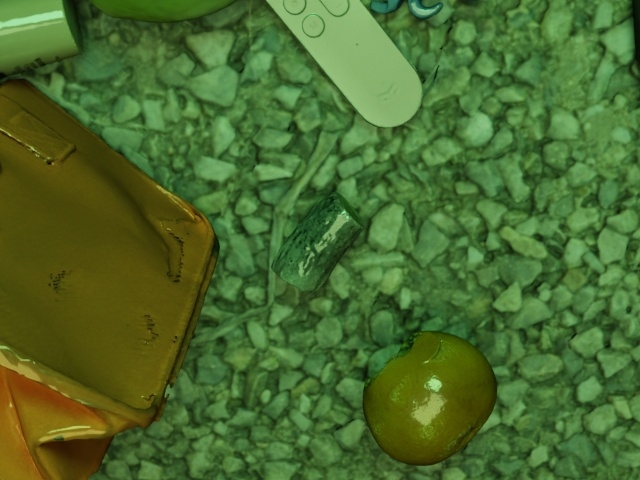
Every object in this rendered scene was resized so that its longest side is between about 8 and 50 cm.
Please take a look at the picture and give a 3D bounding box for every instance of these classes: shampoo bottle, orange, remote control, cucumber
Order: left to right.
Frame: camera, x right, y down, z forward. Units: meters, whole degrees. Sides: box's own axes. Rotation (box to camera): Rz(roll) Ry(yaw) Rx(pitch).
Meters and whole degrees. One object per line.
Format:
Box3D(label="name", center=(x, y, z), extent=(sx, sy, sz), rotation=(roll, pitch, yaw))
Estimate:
Box3D(label="shampoo bottle", center=(-0.369, -0.187, 0.921), extent=(0.256, 0.127, 0.078), rotation=(-12, 96, -3))
Box3D(label="cucumber", center=(-0.001, 0.002, 1.020), extent=(0.064, 0.064, 0.112), rotation=(34, 101, -10))
Box3D(label="remote control", center=(0.016, -0.220, 0.970), extent=(0.077, 0.022, 0.245), rotation=(-38, 103, 12))
Box3D(label="orange", center=(0.116, 0.169, 1.031), extent=(0.134, 0.154, 0.155), rotation=(40, 106, 31))

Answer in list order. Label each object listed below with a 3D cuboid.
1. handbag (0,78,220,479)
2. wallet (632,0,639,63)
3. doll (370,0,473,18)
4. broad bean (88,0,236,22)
Box3D(label="handbag", center=(-0.253, 0.014, 0.838), extent=(0.303, 0.410, 0.116), rotation=(40, 109, -13))
Box3D(label="wallet", center=(0.414, -0.252, 0.953), extent=(0.197, 0.051, 0.378), rotation=(-13, 107, 0))
Box3D(label="doll", center=(0.136, -0.288, 0.931), extent=(0.206, 0.067, 0.110), rotation=(-38, 95, 21))
Box3D(label="broad bean", center=(-0.158, -0.323, 0.882), extent=(0.291, 0.119, 0.238), rotation=(-13, 91, 3))
